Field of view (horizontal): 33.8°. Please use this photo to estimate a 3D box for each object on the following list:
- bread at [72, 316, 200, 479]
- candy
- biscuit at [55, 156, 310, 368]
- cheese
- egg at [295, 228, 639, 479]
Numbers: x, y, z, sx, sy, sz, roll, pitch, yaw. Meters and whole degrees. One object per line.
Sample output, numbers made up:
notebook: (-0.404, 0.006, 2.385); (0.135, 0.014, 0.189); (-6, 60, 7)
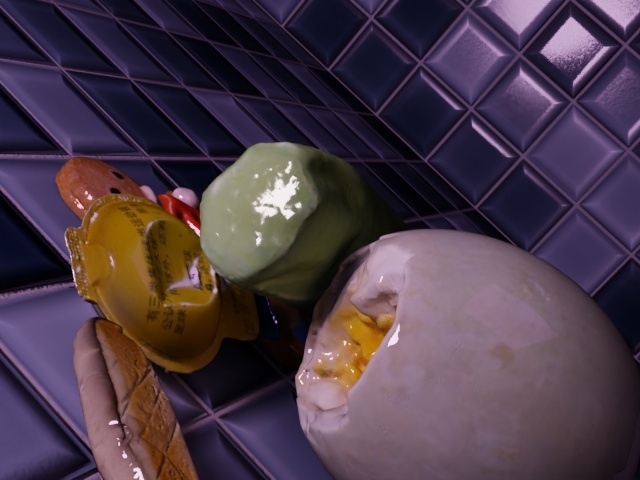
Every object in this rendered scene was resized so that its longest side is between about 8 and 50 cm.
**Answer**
bread: (-0.139, 0.133, 0.748); (0.073, 0.053, 0.214); (33, 15, -40)
candy: (0.000, 0.000, 1.050); (0.343, 0.142, 0.131); (28, 47, -68)
biscuit: (-0.129, 0.011, 1.099); (0.324, 0.049, 0.205); (34, 18, -16)
cheese: (-0.123, 0.041, 0.943); (0.270, 0.069, 0.176); (16, 49, -54)
egg: (0.149, 0.147, 0.951); (0.336, 0.278, 0.278); (29, 20, -20)
